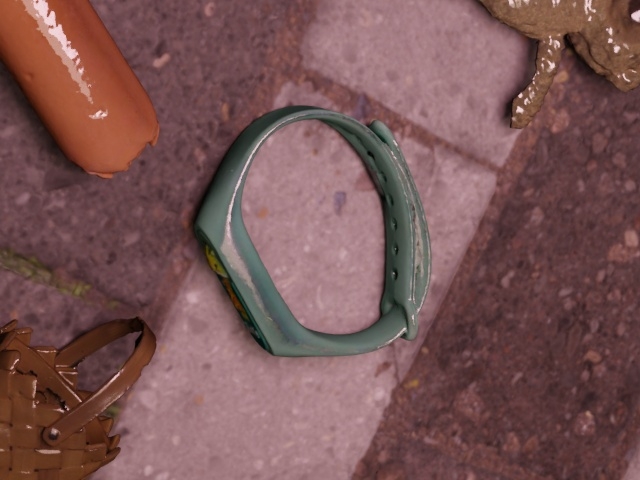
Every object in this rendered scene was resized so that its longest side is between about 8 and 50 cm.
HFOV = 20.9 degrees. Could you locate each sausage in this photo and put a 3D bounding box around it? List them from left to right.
[{"bbox_3d":[-0.226,-0.178,1.377,0.086,0.086,0.289,-35,110,-11],"label":"sausage"}]

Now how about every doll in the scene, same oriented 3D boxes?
[{"bbox_3d":[0.186,-0.230,1.532,0.286,0.091,0.202,40,74,-13],"label":"doll"}]

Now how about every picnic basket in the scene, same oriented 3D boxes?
[{"bbox_3d":[-0.212,0.124,1.421,0.178,0.128,0.138,-36,115,8],"label":"picnic basket"}]

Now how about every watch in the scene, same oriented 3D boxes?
[{"bbox_3d":[0.000,0.000,1.516,0.195,0.068,0.237,-32,107,-14],"label":"watch"}]
